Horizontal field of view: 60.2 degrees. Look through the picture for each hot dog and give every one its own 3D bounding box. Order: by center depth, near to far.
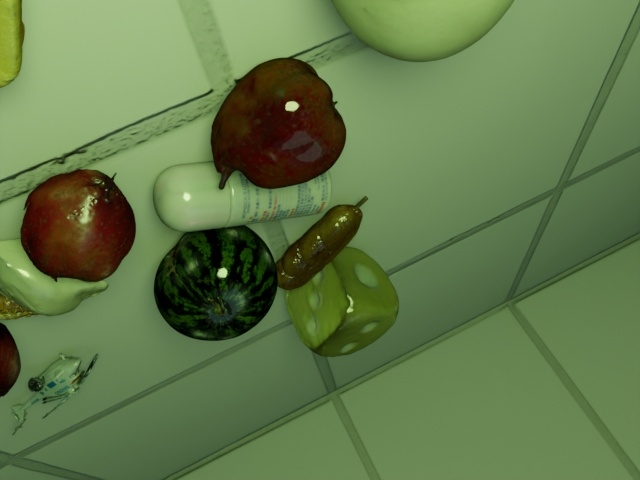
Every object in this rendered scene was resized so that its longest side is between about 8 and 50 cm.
[{"bbox_3d":[-0.566,0.121,1.122,0.165,0.045,0.071,-8,143,-31],"label":"hot dog"}]

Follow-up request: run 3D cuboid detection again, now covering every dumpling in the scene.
[{"bbox_3d":[-0.531,0.071,1.008,0.179,0.131,0.252,-23,147,35],"label":"dumpling"}]

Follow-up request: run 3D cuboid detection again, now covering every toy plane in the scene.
[{"bbox_3d":[-0.685,0.367,1.385,0.273,0.107,0.182,-27,-160,34],"label":"toy plane"}]

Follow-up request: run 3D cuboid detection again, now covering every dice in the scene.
[{"bbox_3d":[0.061,0.173,1.561,0.226,0.238,0.233,7,135,-45],"label":"dice"}]

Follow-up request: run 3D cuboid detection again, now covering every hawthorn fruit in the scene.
[{"bbox_3d":[-0.384,-0.041,0.909,0.181,0.181,0.235,6,135,-46],"label":"hawthorn fruit"},{"bbox_3d":[-0.081,-0.174,0.927,0.248,0.208,0.208,-38,151,-3],"label":"hawthorn fruit"}]

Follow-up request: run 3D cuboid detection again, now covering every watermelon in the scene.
[{"bbox_3d":[-0.220,0.089,1.181,0.269,0.269,0.269,-22,150,-13],"label":"watermelon"}]

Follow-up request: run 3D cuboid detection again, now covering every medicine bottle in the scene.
[{"bbox_3d":[-0.150,-0.094,1.069,0.340,0.130,0.130,-11,146,-32],"label":"medicine bottle"}]

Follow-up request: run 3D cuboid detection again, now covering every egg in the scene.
[{"bbox_3d":[0.138,-0.385,0.723,0.283,0.283,0.345,-29,156,0],"label":"egg"}]

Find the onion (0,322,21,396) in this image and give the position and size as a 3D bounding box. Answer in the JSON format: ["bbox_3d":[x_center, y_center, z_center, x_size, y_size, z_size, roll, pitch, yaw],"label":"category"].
[{"bbox_3d":[-0.680,0.176,1.005,0.272,0.195,0.272,9,149,6],"label":"onion"}]

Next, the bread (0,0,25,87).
[{"bbox_3d":[-0.382,-0.287,0.608,0.102,0.094,0.245,-1,140,-27],"label":"bread"}]

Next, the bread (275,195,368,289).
[{"bbox_3d":[0.002,0.002,1.403,0.344,0.084,0.124,-46,154,25],"label":"bread"}]
